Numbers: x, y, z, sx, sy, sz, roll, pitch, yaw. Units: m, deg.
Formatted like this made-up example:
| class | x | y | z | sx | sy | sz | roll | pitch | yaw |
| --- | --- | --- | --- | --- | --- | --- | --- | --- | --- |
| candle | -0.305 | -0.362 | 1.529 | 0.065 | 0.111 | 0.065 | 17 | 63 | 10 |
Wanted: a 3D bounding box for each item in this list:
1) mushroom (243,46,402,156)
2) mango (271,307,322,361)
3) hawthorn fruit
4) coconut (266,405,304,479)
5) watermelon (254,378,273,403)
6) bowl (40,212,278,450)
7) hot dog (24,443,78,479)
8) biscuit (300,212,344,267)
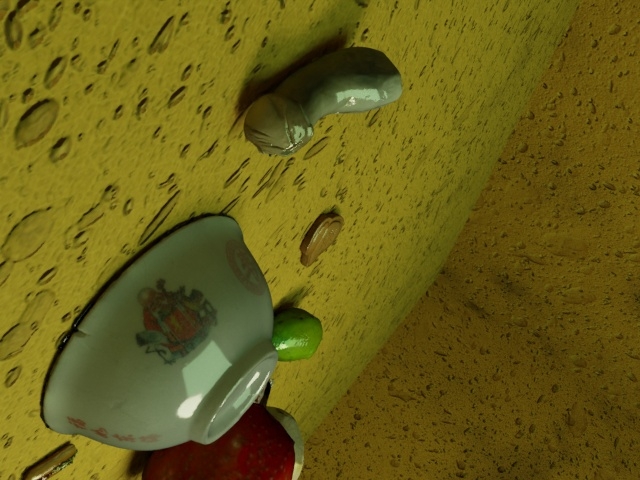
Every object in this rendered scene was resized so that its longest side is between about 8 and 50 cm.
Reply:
| class | x | y | z | sx | sy | sz | roll | pitch | yaw |
| --- | --- | --- | --- | --- | --- | --- | --- | --- | --- |
| mushroom | 0.002 | -0.164 | 0.773 | 0.223 | 0.092 | 0.081 | -31 | 170 | -40 |
| mango | -0.059 | 0.195 | 1.351 | 0.119 | 0.100 | 0.178 | -55 | 158 | 11 |
| hawthorn fruit | -0.162 | 0.381 | 1.200 | 0.254 | 0.254 | 0.300 | 106 | 9 | -52 |
| coconut | -0.140 | 0.478 | 1.504 | 0.241 | 0.241 | 0.241 | -49 | 164 | -19 |
| watermelon | -0.157 | 0.332 | 1.418 | 0.187 | 0.071 | 0.139 | -39 | 154 | -44 |
| bowl | -0.156 | 0.150 | 0.844 | 0.345 | 0.157 | 0.345 | -49 | 165 | -18 |
| hot dog | -0.336 | 0.285 | 0.845 | 0.083 | 0.021 | 0.037 | -30 | 153 | -55 |
| biscuit | 0.001 | 0.001 | 1.254 | 0.118 | 0.023 | 0.140 | -60 | 165 | 17 |
